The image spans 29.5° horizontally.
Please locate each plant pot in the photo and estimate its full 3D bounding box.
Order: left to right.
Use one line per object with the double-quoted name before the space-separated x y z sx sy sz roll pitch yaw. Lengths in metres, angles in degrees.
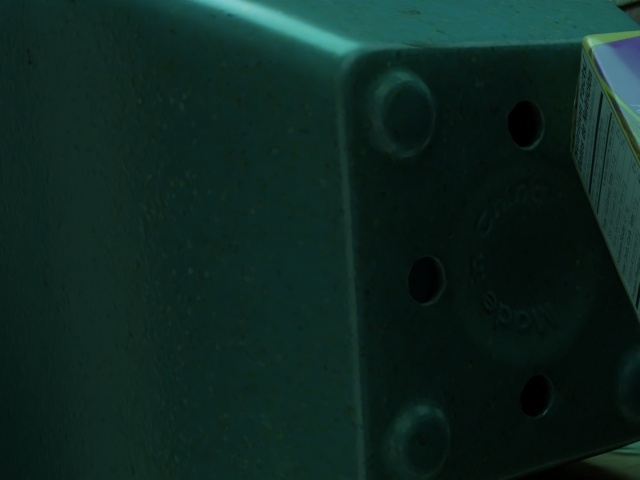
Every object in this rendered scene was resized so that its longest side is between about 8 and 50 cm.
"plant pot" 0.000 0.000 0.498 0.248 0.247 0.252 -8 9 -33

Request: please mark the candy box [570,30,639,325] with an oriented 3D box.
"candy box" 0.144 0.013 0.319 0.109 0.187 0.053 -7 -43 -2
